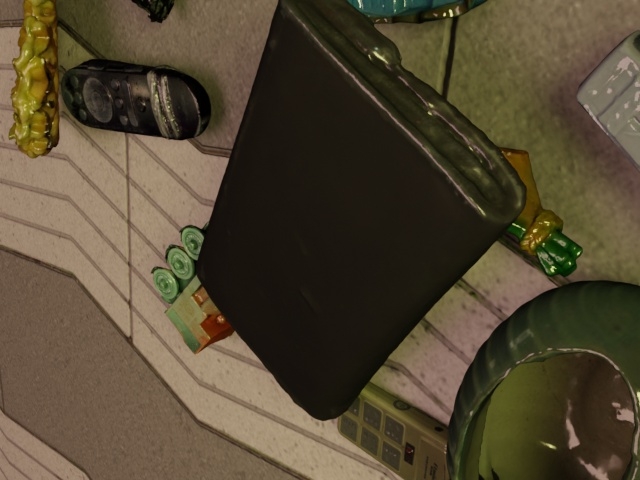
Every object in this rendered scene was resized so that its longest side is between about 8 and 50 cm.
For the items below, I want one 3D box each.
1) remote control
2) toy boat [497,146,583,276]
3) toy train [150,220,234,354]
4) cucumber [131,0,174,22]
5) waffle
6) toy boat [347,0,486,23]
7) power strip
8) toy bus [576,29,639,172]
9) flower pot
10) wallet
[{"bbox_3d":[-0.213,-0.173,1.024,0.265,0.066,0.090,14,129,41],"label":"remote control"},{"bbox_3d":[0.105,-0.036,0.687,0.229,0.089,0.088,16,102,43],"label":"toy boat"},{"bbox_3d":[-0.124,0.044,1.001,0.118,0.074,0.176,52,133,7],"label":"toy train"},{"bbox_3d":[-0.134,-0.349,0.845,0.081,0.072,0.303,49,136,10],"label":"cucumber"},{"bbox_3d":[-0.367,-0.229,1.106,0.243,0.058,0.238,-130,43,-65],"label":"waffle"},{"bbox_3d":[0.074,-0.206,0.663,0.185,0.077,0.075,11,112,46],"label":"toy boat"},{"bbox_3d":[0.081,0.199,0.857,0.169,0.028,0.076,25,122,40],"label":"power strip"},{"bbox_3d":[0.242,-0.049,0.538,0.190,0.075,0.064,54,138,17],"label":"toy bus"},{"bbox_3d":[0.190,0.140,0.610,0.189,0.157,0.243,42,133,32],"label":"flower pot"},{"bbox_3d":[0.001,0.000,0.736,0.228,0.062,0.406,49,147,13],"label":"wallet"}]
